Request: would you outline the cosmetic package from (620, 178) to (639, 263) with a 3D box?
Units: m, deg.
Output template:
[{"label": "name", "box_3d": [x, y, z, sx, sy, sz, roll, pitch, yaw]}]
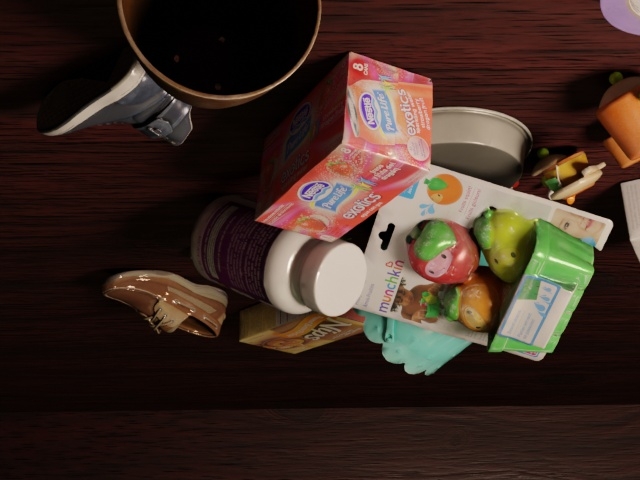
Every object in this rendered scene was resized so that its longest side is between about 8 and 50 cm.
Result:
[{"label": "cosmetic package", "box_3d": [0.614, -0.022, 1.802, 0.085, 0.117, 0.231, -12, 155, 23]}]

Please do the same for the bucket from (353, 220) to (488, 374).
[{"label": "bucket", "box_3d": [0.208, 0.096, 1.871, 0.281, 0.281, 0.183, 18, 134, -40]}]

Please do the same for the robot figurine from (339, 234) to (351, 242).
[{"label": "robot figurine", "box_3d": [0.000, 0.000, 1.903, 0.115, 0.067, 0.101, 9, 145, -24]}]

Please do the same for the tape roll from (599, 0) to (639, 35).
[{"label": "tape roll", "box_3d": [0.404, -0.313, 1.099, 0.188, 0.080, 0.189, -1, 160, 0]}]

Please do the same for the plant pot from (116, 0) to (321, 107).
[{"label": "plant pot", "box_3d": [-0.127, -0.240, 1.139, 0.215, 0.216, 0.230, 4, 173, -11]}]

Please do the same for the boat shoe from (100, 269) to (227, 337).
[{"label": "boat shoe", "box_3d": [-0.340, 0.146, 2.197, 0.324, 0.117, 0.123, 17, 153, -38]}]

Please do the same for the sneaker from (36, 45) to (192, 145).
[{"label": "sneaker", "box_3d": [-0.284, -0.179, 1.407, 0.226, 0.086, 0.163, -17, 151, 33]}]

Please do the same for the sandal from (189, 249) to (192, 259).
[{"label": "sandal", "box_3d": [-0.191, 0.052, 2.054, 0.180, 0.049, 0.072, 11, 156, -28]}]

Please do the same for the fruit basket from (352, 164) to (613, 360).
[{"label": "fruit basket", "box_3d": [0.248, 0.048, 1.598, 0.352, 0.165, 0.327, 14, 128, -4]}]

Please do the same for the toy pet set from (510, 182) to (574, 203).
[{"label": "toy pet set", "box_3d": [0.385, -0.079, 1.758, 0.122, 0.065, 0.114, -2, 124, -4]}]

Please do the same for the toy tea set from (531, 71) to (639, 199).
[{"label": "toy tea set", "box_3d": [0.429, -0.164, 1.491, 0.200, 0.124, 0.336, -22, 173, -40]}]

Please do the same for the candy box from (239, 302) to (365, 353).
[{"label": "candy box", "box_3d": [-0.032, 0.188, 2.356, 0.182, 0.088, 0.316, 17, 152, -37]}]

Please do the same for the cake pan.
[{"label": "cake pan", "box_3d": [0.200, -0.126, 1.606, 0.293, 0.054, 0.293, 0, 159, 0]}]

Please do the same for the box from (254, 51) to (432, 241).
[{"label": "box", "box_3d": [0.029, -0.128, 1.452, 0.142, 0.154, 0.300, 16, 155, -22]}]

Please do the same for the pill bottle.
[{"label": "pill bottle", "box_3d": [-0.071, 0.030, 1.689, 0.301, 0.169, 0.169, 19, 176, 42]}]
